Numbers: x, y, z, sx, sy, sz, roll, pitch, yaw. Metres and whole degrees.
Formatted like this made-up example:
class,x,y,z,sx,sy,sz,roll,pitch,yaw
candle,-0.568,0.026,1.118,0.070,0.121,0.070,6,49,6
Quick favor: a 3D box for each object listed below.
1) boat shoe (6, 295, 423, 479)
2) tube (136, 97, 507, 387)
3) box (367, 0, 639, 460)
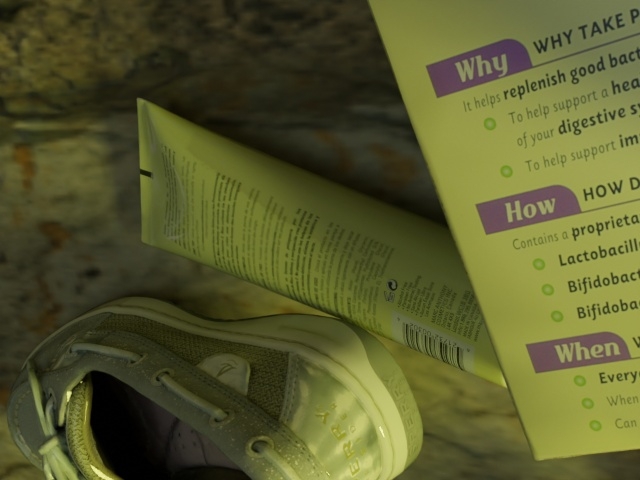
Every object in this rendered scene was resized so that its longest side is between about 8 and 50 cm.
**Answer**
class,x,y,z,sx,sy,sz,roll,pitch,yaw
boat shoe,-0.092,0.104,0.603,0.320,0.103,0.118,-3,111,44
tube,0.000,0.000,0.556,0.240,0.062,0.070,21,85,25
box,0.154,-0.061,0.400,0.213,0.117,0.243,-14,103,34
